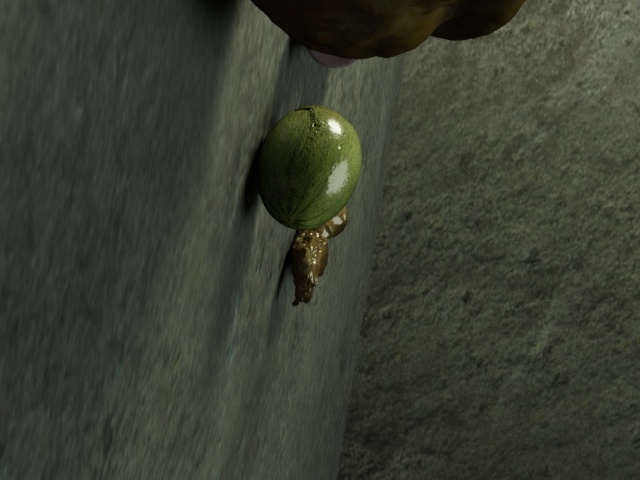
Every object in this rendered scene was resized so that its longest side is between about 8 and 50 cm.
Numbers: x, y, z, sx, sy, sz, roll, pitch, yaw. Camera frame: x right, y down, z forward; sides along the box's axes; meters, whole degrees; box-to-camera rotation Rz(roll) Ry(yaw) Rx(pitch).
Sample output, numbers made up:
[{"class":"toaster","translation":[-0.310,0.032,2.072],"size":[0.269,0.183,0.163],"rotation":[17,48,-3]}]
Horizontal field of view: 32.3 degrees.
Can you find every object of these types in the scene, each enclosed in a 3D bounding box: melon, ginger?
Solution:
[{"class":"melon","translation":[-0.014,-0.104,1.492],"size":[0.139,0.139,0.192],"rotation":[88,19,-58]},{"class":"ginger","translation":[0.000,0.001,1.942],"size":[0.290,0.084,0.122],"rotation":[-69,160,-57]}]

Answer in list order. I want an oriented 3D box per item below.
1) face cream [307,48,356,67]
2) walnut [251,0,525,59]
[{"class":"face cream","translation":[0.020,-0.351,1.665],"size":[0.274,0.096,0.154],"rotation":[-93,-175,-60]},{"class":"walnut","translation":[0.060,-0.353,1.089],"size":[0.383,0.384,0.383],"rotation":[10,90,-82]}]
